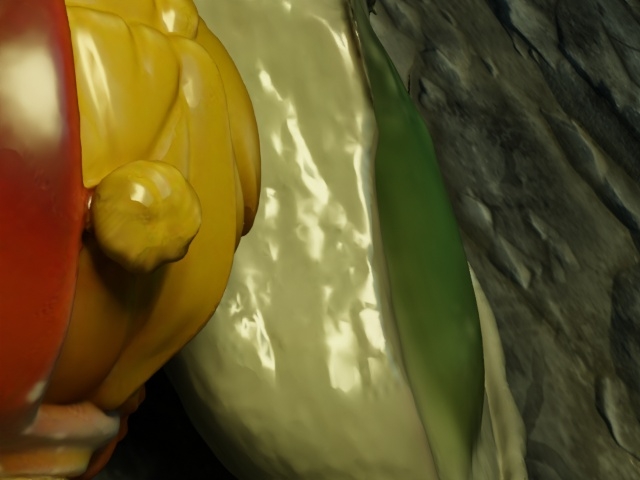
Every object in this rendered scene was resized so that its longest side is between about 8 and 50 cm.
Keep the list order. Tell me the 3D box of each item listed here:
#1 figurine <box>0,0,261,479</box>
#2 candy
[{"bbox_3d":[-0.155,-0.008,0.536,0.196,0.323,0.320,13,48,-43],"label":"figurine"},{"bbox_3d":[0.000,0.000,0.787,0.427,0.186,0.386,-21,90,-76],"label":"candy"}]
